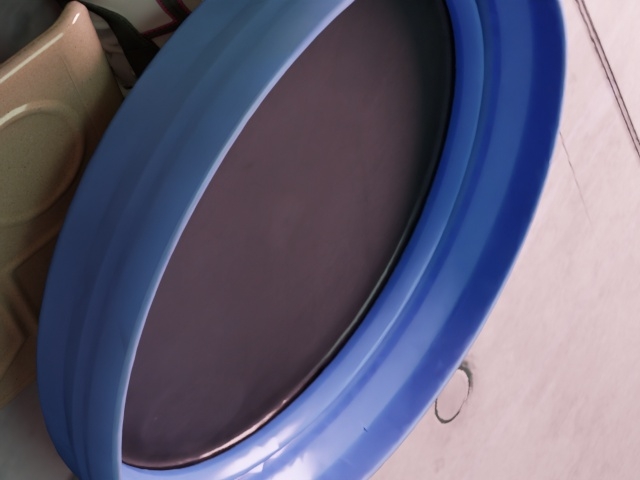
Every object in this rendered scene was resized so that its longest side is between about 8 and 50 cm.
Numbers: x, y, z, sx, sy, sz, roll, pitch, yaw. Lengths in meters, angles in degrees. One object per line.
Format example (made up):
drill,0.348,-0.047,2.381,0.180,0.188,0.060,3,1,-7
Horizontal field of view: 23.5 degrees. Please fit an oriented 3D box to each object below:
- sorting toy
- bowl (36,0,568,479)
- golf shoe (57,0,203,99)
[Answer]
sorting toy,-0.167,0.007,0.750,0.208,0.038,0.193,-45,148,-20
bowl,0.000,0.000,0.863,0.391,0.077,0.391,-39,146,-33
golf shoe,-0.085,-0.119,0.786,0.272,0.105,0.120,11,103,-52
